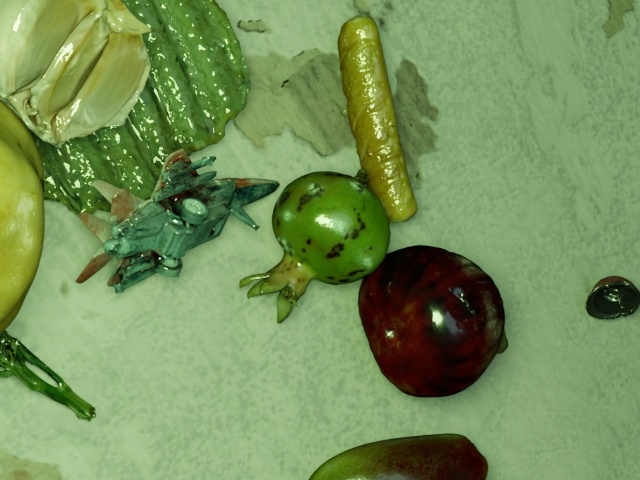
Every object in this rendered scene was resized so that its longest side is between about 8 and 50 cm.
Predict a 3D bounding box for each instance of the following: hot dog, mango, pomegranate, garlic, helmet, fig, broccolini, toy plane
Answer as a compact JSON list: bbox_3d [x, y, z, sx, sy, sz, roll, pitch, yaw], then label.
[{"bbox_3d":[0.074,-0.162,1.791,0.061,0.088,0.285,-14,88,-23],"label":"hot dog"},{"bbox_3d":[0.106,0.326,1.739,0.268,0.111,0.133,-5,98,-24],"label":"mango"},{"bbox_3d":[-0.011,0.003,1.708,0.220,0.156,0.156,-39,105,6],"label":"pomegranate"},{"bbox_3d":[-0.307,-0.216,1.491,0.178,0.143,0.229,-56,153,-3],"label":"garlic"},{"bbox_3d":[-0.441,-0.030,1.366,0.333,0.332,0.332,3,83,-28],"label":"pomegranate"},{"bbox_3d":[0.430,0.080,1.973,0.084,0.049,0.065,-3,120,-3],"label":"helmet"},{"bbox_3d":[0.177,0.092,1.768,0.249,0.186,0.203,-20,76,-36],"label":"fig"},{"bbox_3d":[-0.335,0.151,1.549,0.201,0.058,0.074,35,76,-20],"label":"broccolini"},{"bbox_3d":[-0.152,-0.033,1.623,0.326,0.223,0.104,-11,51,-44],"label":"toy plane"}]

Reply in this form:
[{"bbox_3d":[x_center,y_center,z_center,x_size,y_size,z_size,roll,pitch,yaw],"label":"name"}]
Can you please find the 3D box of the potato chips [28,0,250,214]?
[{"bbox_3d":[-0.289,-0.246,1.613,0.358,0.070,0.429,-30,98,-25],"label":"potato chips"}]
